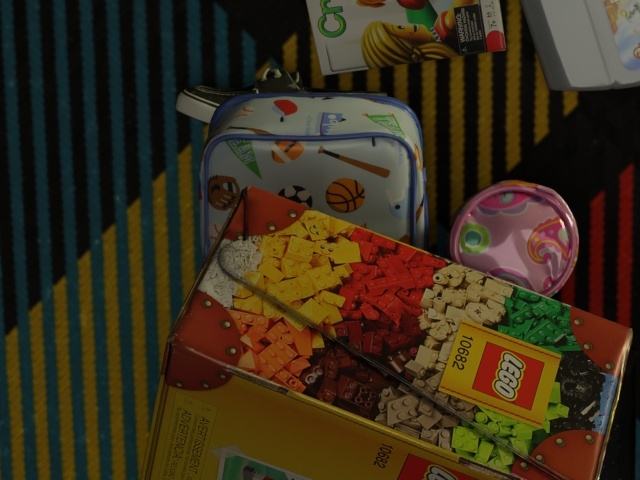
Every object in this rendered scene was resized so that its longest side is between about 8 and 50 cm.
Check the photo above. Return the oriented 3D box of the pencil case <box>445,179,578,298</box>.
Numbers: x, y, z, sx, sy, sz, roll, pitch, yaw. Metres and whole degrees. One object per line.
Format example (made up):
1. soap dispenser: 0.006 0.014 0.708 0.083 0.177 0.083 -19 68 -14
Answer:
1. pencil case: 0.181 0.006 1.526 0.124 0.284 0.124 0 88 2

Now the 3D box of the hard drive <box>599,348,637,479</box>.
1. hard drive: 0.210 0.194 1.674 0.254 0.054 0.172 0 101 8

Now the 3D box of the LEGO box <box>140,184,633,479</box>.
1. LEGO box: 0.030 0.229 1.504 0.372 0.193 0.500 21 140 3

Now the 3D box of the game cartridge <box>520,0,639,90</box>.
1. game cartridge: 0.350 -0.264 1.569 0.297 0.062 0.198 -18 94 11

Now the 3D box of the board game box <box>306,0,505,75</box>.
1. board game box: 0.068 -0.320 1.544 0.193 0.053 0.305 -7 121 10

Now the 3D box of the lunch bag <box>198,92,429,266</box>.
1. lunch bag: 0.000 0.000 1.605 0.243 0.115 0.303 -1 120 1

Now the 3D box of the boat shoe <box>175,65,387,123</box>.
1. boat shoe: -0.040 -0.145 1.637 0.219 0.078 0.070 9 103 -2
